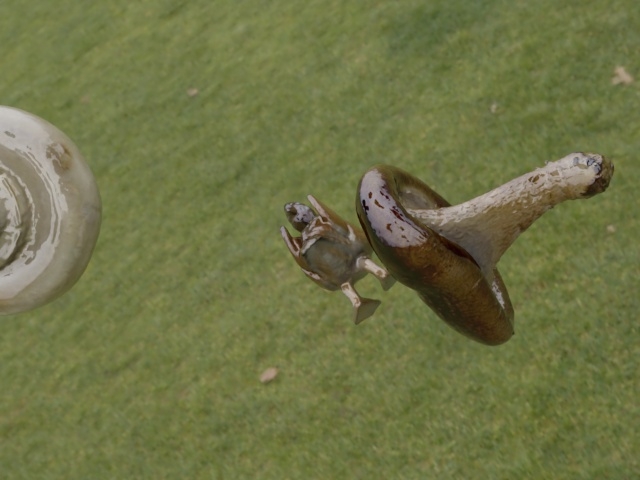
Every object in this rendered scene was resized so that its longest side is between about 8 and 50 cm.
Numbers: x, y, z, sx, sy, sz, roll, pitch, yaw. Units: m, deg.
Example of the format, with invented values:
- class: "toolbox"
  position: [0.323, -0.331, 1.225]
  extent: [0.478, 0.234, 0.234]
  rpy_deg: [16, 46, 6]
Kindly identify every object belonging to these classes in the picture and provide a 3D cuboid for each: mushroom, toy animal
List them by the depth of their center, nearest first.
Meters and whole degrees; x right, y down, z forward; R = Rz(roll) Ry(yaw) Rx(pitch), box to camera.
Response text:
- class: "mushroom"
  position: [0.166, -0.031, 0.940]
  extent: [0.217, 0.227, 0.148]
  rpy_deg: [-39, 32, 21]
- class: "mushroom"
  position: [-0.309, -0.030, 0.952]
  extent: [0.206, 0.206, 0.209]
  rpy_deg: [-47, 10, -17]
- class: "toy animal"
  position: [0.000, 0.000, 1.102]
  extent: [0.089, 0.188, 0.179]
  rpy_deg: [-49, 63, 5]
